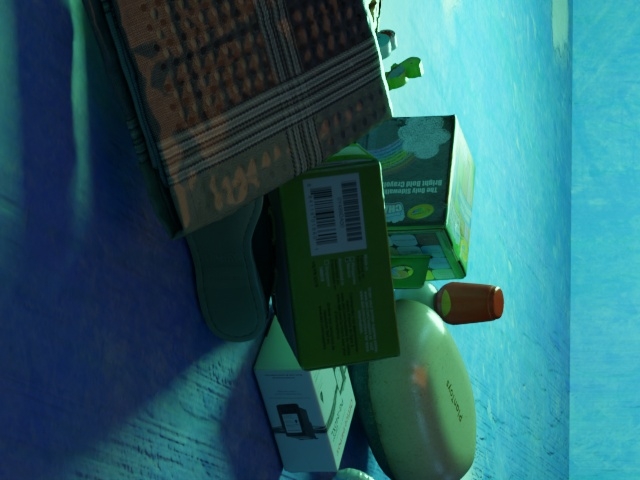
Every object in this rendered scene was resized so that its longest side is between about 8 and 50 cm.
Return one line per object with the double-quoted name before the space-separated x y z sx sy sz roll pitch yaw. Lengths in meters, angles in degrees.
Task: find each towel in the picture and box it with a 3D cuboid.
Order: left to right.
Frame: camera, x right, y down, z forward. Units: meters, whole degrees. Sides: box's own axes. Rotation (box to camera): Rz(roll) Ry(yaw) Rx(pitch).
"towel" -0.074 -0.197 1.555 0.324 0.056 0.312 -31 113 -46

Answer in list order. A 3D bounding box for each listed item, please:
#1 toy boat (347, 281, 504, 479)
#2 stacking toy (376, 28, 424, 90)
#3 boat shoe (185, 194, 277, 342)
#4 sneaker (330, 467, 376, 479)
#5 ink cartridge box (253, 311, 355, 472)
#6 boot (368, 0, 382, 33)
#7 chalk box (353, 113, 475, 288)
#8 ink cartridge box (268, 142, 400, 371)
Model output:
"toy boat" 0.121 0.160 2.262 0.318 0.148 0.267 -61 141 -46
"stacking toy" 0.035 -0.192 1.978 0.221 0.052 0.167 -44 137 -30
"boat shoe" -0.083 -0.019 1.672 0.069 0.081 0.228 -69 160 -58
"sneaker" 0.045 0.327 2.080 0.086 0.085 0.237 -59 157 -14
"ink cartridge box" -0.014 0.154 1.903 0.109 0.063 0.150 -72 154 -49
"boot" 0.056 -0.321 2.090 0.283 0.109 0.220 -53 141 -58
"chalk box" 0.107 -0.029 2.212 0.132 0.132 0.213 61 33 -57
"ink cartridge box" 0.000 0.000 1.759 0.255 0.097 0.189 -125 -152 -77
